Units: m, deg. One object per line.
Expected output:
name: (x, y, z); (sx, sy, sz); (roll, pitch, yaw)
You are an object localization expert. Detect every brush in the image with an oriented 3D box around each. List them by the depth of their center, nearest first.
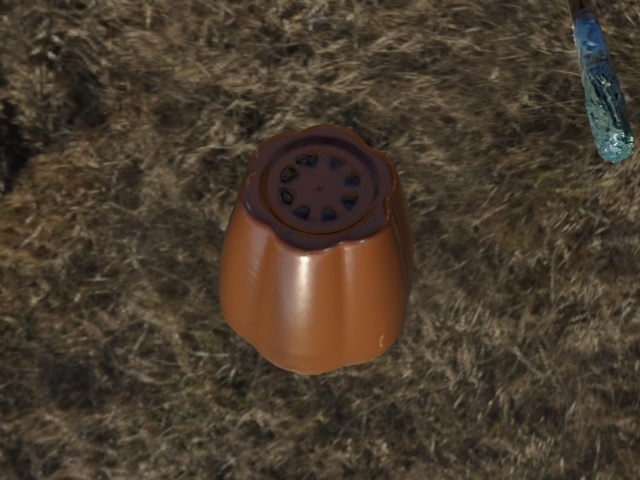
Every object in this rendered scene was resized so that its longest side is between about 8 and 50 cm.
brush: (0.147, -0.142, 0.536); (0.021, 0.070, 0.196); (-13, 81, 17)

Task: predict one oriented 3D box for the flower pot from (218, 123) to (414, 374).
flower pot: (0.000, 0.000, 0.825); (0.190, 0.173, 0.191); (1, 60, -2)
